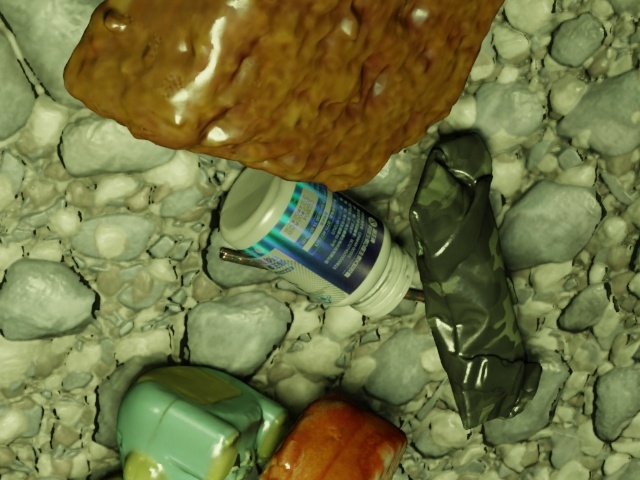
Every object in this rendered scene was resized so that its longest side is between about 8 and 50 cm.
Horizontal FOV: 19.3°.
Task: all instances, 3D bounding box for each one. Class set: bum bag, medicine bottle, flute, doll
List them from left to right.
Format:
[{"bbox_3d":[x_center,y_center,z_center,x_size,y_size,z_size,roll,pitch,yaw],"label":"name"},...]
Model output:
[{"bbox_3d":[-0.161,0.266,1.938,0.162,0.177,0.260,27,107,19],"label":"doll"},{"bbox_3d":[0.000,0.000,1.900,0.191,0.107,0.107,33,101,-27],"label":"medicine bottle"},{"bbox_3d":[0.018,0.040,1.977,0.270,0.014,0.014,12,109,-21],"label":"flute"},{"bbox_3d":[0.155,0.054,1.969,0.144,0.095,0.340,-44,129,-41],"label":"bum bag"}]

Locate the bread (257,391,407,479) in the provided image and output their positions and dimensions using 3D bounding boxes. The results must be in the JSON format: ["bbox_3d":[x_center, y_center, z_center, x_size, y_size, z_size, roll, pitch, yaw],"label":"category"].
[{"bbox_3d":[-0.026,0.316,1.941,0.114,0.295,0.327,26,92,10],"label":"bread"}]

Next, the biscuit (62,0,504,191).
[{"bbox_3d":[-0.004,-0.219,1.681,0.395,0.166,0.342,6,114,-53],"label":"biscuit"}]
